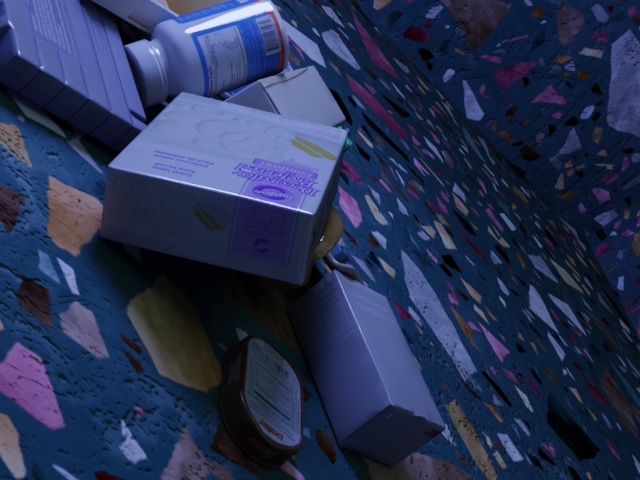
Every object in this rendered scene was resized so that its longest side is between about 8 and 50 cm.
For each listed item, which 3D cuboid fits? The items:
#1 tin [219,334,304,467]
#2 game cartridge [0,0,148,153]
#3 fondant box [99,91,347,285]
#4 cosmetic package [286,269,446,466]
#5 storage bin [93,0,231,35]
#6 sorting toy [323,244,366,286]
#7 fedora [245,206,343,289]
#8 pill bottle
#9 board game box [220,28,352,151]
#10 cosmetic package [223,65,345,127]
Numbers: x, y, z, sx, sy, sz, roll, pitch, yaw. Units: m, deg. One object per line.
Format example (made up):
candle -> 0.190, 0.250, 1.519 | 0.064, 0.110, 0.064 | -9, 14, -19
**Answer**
tin -> -0.065, 0.179, 1.280 | 0.106, 0.040, 0.189 | 39, 21, -19
game cartridge -> -0.352, -0.279, 1.464 | 0.230, 0.068, 0.355 | 27, 29, -42
fondant box -> -0.105, -0.075, 1.384 | 0.238, 0.096, 0.330 | 13, 24, 3
cosmetic package -> 0.058, 0.168, 1.485 | 0.127, 0.107, 0.238 | 31, 29, -42
storage bin -> -0.264, -0.432, 1.659 | 0.262, 0.123, 0.260 | 24, 36, -55
sorting toy -> 0.000, 0.000, 1.633 | 0.208, 0.038, 0.193 | 48, -4, 25
fedora -> -0.057, 0.010, 1.487 | 0.194, 0.194, 0.079 | -97, 178, -59
pill bottle -> -0.167, -0.268, 1.606 | 0.124, 0.221, 0.124 | 49, -29, 40
board game box -> -0.125, -0.356, 2.141 | 0.390, 0.050, 0.390 | 25, 31, -52
cosmetic package -> -0.083, -0.171, 1.696 | 0.113, 0.160, 0.309 | 59, 17, -5
